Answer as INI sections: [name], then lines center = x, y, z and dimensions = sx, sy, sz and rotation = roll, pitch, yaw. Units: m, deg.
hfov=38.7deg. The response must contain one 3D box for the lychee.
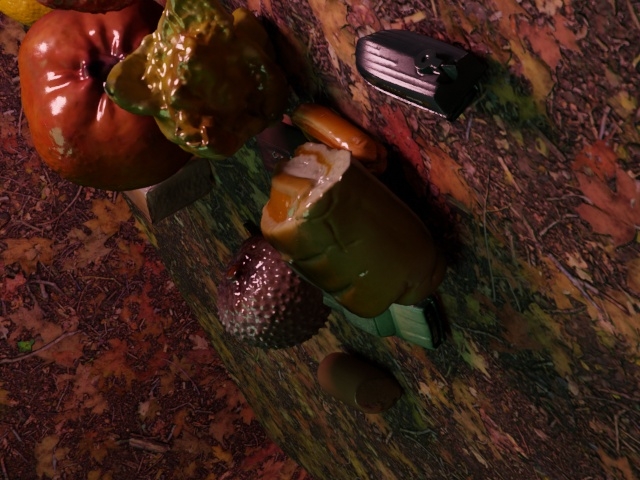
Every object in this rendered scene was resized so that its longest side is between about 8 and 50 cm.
[lychee]
center = -0.108, 0.128, 2.161
dimensions = 0.300, 0.300, 0.300
rotation = 47, 160, 23

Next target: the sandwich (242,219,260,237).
[sandwich]
center = -0.170, 0.006, 2.520
dimensions = 0.135, 0.029, 0.067
rotation = 61, 166, -21

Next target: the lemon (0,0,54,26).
[lemon]
center = -0.710, -0.673, 2.288
dimensions = 0.293, 0.293, 0.293
rotation = 47, 160, 23

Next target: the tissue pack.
[tissue pack]
center = -0.481, -0.240, 2.565
dimensions = 0.305, 0.238, 0.238
rotation = 42, 158, 36

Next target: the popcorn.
[popcorn]
center = -0.232, -0.298, 1.674
dimensions = 0.290, 0.325, 0.321
rotation = -174, 67, -78

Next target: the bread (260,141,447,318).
[bread]
center = 0.053, 0.001, 1.595
dimensions = 0.341, 0.210, 0.300
rotation = 41, 179, -27

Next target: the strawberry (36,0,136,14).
[strawberry]
center = -0.465, -0.574, 1.736
dimensions = 0.312, 0.351, 0.267
rotation = 55, 154, 17

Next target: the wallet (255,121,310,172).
[wallet]
center = -0.055, -0.168, 1.911
dimensions = 0.229, 0.049, 0.182
rotation = 27, 144, 52

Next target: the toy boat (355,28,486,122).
[toy boat]
center = 0.126, -0.239, 1.275
dimensions = 0.246, 0.093, 0.103
rotation = 34, 174, 47

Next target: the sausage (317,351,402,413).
[sausage]
center = 0.097, 0.371, 2.362
dimensions = 0.123, 0.123, 0.253
rotation = 61, 160, -17

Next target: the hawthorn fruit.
[hawthorn fruit]
center = -0.468, -0.322, 2.070
dimensions = 0.472, 0.472, 0.472
rotation = 47, 160, 23

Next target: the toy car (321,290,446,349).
[toy car]
center = 0.111, 0.130, 1.880
dimensions = 0.320, 0.097, 0.141
rotation = 21, 143, 39

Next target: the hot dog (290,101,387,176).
[hot dog]
center = 0.034, -0.188, 1.620
dimensions = 0.249, 0.068, 0.100
rotation = 37, 176, 46
